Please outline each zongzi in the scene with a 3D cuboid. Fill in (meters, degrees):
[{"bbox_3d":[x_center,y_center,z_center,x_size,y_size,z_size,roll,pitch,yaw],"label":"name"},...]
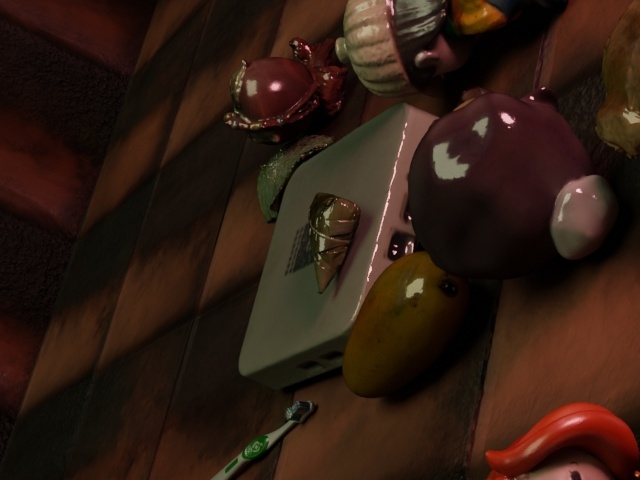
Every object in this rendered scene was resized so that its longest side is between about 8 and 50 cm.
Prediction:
[{"bbox_3d":[0.000,0.000,2.000,0.154,0.062,0.130,-153,77,-73],"label":"zongzi"}]

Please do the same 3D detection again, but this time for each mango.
[{"bbox_3d":[0.101,0.104,1.806,0.253,0.113,0.138,-55,27,41],"label":"mango"}]

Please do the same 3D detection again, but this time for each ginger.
[{"bbox_3d":[0.366,-0.156,1.461,0.219,0.123,0.270,-47,27,31],"label":"ginger"}]

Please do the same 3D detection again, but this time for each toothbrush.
[{"bbox_3d":[-0.093,0.307,2.149,0.304,0.030,0.030,-46,28,44],"label":"toothbrush"}]

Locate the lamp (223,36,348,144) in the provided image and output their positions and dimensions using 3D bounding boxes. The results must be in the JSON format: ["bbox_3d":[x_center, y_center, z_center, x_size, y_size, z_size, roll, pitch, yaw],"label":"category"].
[{"bbox_3d":[-0.064,-0.247,2.500,0.215,0.223,0.151,-116,25,-52],"label":"lamp"}]

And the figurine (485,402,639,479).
[{"bbox_3d":[0.198,0.285,1.313,0.257,0.181,0.208,-79,-4,-49],"label":"figurine"}]

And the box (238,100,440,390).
[{"bbox_3d":[0.029,0.015,2.099,0.373,0.090,0.367,-26,44,56],"label":"box"}]

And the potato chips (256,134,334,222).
[{"bbox_3d":[-0.058,-0.106,2.459,0.228,0.059,0.167,-50,19,32],"label":"potato chips"}]

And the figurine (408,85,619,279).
[{"bbox_3d":[0.206,-0.070,1.721,0.218,0.206,0.365,-30,5,9],"label":"figurine"}]

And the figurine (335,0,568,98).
[{"bbox_3d":[0.166,-0.321,1.988,0.332,0.204,0.185,-41,29,45],"label":"figurine"}]
